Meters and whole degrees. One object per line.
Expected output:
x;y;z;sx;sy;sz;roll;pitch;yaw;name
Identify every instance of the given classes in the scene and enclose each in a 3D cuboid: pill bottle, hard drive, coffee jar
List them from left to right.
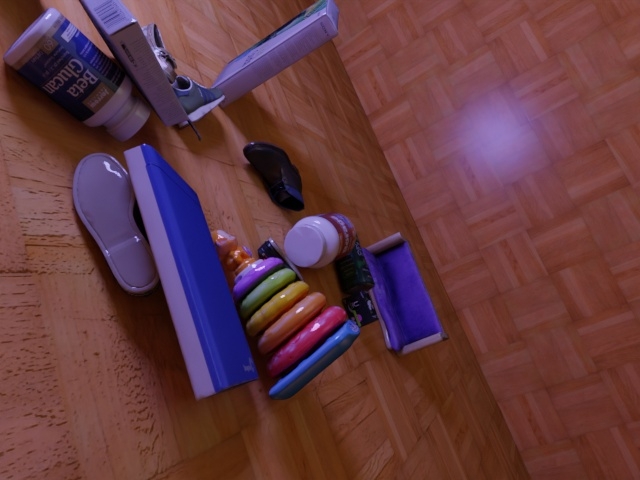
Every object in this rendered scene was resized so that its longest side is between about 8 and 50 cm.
-0.324;-0.218;0.630;0.169;0.094;0.094;43;29;-40;pill bottle
-0.172;0.051;0.641;0.210;0.040;0.319;77;-8;-76;hard drive
0.000;0.000;1.082;0.121;0.121;0.216;64;21;2;pill bottle
0.081;0.053;1.265;0.096;0.079;0.185;23;44;-59;coffee jar

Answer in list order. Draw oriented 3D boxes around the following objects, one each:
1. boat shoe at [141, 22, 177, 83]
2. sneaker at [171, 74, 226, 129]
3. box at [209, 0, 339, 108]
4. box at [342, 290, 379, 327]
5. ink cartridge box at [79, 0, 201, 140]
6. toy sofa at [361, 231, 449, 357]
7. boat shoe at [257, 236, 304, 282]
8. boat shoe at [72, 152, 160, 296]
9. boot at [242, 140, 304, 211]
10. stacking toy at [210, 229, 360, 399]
-0.298;-0.350;0.849;0.153;0.048;0.056;54;3;31;boat shoe
-0.253;-0.295;0.918;0.086;0.064;0.192;59;24;-24;sneaker
-0.104;-0.457;1.098;0.058;0.321;0.232;54;22;-30;box
0.105;0.180;1.193;0.052;0.062;0.083;13;53;-65;box
-0.288;-0.280;0.709;0.223;0.045;0.224;50;-11;29;ink cartridge box
0.252;0.166;1.431;0.177;0.150;0.363;25;43;-59;toy sofa
-0.080;0.052;0.954;0.133;0.042;0.049;51;-1;-30;boat shoe
-0.267;-0.017;0.606;0.206;0.075;0.065;63;-21;13;boat shoe
-0.098;-0.149;1.085;0.219;0.082;0.106;30;36;-58;boot
-0.088;0.095;0.776;0.302;0.165;0.175;49;4;9;stacking toy
